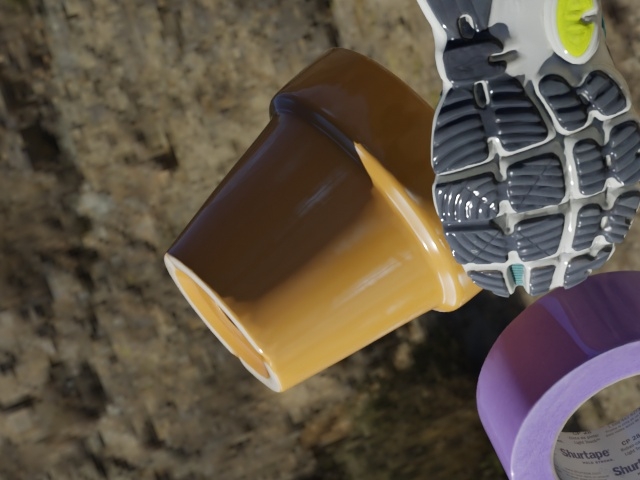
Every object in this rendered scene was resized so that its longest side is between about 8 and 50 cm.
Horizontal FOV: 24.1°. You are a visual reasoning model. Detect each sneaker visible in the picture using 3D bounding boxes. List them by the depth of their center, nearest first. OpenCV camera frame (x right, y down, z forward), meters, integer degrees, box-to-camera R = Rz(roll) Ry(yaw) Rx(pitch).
[{"bbox_3d":[0.101,-0.098,0.750,0.110,0.107,0.275,-85,-13,-61],"label":"sneaker"}]

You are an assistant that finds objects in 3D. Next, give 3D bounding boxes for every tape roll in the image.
[{"bbox_3d":[0.216,0.120,1.099,0.080,0.189,0.189,-111,12,-53],"label":"tape roll"}]

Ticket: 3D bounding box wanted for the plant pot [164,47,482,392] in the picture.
[{"bbox_3d":[0.000,0.000,1.062,0.205,0.188,0.205,46,166,15],"label":"plant pot"}]
